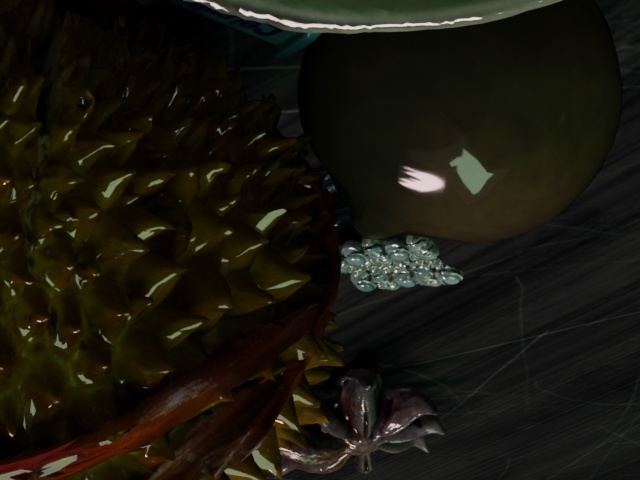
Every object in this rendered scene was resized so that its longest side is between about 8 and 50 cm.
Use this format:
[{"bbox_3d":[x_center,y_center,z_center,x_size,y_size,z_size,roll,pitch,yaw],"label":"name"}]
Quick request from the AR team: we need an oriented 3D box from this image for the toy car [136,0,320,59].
[{"bbox_3d":[-0.001,-0.149,0.593,0.126,0.098,0.161,16,166,-39],"label":"toy car"}]

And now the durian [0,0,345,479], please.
[{"bbox_3d":[-0.161,0.026,0.645,0.347,0.348,0.384,-9,162,1],"label":"durian"}]

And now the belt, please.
[{"bbox_3d":[0.002,0.002,0.885,0.179,0.100,0.065,-21,144,25],"label":"belt"}]

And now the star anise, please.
[{"bbox_3d":[0.022,0.167,1.201,0.180,0.061,0.204,-21,151,11],"label":"star anise"}]

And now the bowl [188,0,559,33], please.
[{"bbox_3d":[0.013,-0.227,0.370,0.307,0.163,0.307,14,139,13],"label":"bowl"}]

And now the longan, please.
[{"bbox_3d":[0.072,-0.074,0.701,0.189,0.189,0.189,-6,150,-4],"label":"longan"}]
